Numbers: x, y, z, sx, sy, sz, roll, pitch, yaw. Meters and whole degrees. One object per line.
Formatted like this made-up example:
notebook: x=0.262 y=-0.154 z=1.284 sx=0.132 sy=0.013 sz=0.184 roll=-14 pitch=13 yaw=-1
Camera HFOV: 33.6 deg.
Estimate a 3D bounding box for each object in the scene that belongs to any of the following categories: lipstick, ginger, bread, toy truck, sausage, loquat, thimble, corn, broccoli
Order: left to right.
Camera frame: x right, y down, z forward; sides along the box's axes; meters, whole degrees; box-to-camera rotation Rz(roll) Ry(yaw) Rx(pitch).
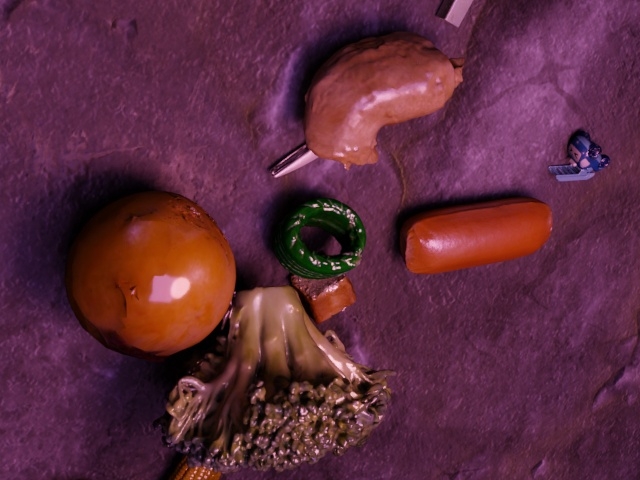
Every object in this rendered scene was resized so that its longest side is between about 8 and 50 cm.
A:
loquat: x=-0.227 y=0.047 z=1.427 sx=0.235 sy=0.235 sz=0.235 roll=-11 pitch=117 yaw=-22
corn: x=-0.221 y=0.416 z=1.684 sx=0.080 sy=0.080 sz=0.231 roll=25 pitch=100 yaw=-33
broccoli: x=-0.063 y=0.220 z=1.540 sx=0.334 sy=0.272 sz=0.324 roll=-3 pitch=153 yaw=19
thimble: x=0.000 y=0.000 z=1.575 sx=0.130 sy=0.090 sz=0.118 roll=33 pitch=65 yaw=-10
bread: x=0.004 y=0.075 z=1.648 sx=0.083 sy=0.076 sz=0.070 roll=-30 pitch=134 yaw=-13
ginger: x=0.083 y=-0.216 z=1.513 sx=0.267 sy=0.138 sz=0.152 roll=-34 pitch=127 yaw=-4
lipstick: x=0.218 y=-0.381 z=1.567 sx=0.030 sy=0.030 sz=0.129 roll=21 pitch=102 yaw=-32
sausage: x=0.253 y=-0.011 z=1.714 sx=0.274 sy=0.105 sz=0.105 roll=-10 pitch=116 yaw=-23
toy truck: x=0.431 y=-0.131 z=1.779 sx=0.090 sy=0.056 sz=0.073 roll=-41 pitch=131 yaw=11

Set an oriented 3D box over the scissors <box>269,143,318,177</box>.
scissors: x=0.001 y=-0.141 z=1.574 sx=0.176 sy=0.022 sz=0.085 roll=-32 pitch=119 yaw=-13
